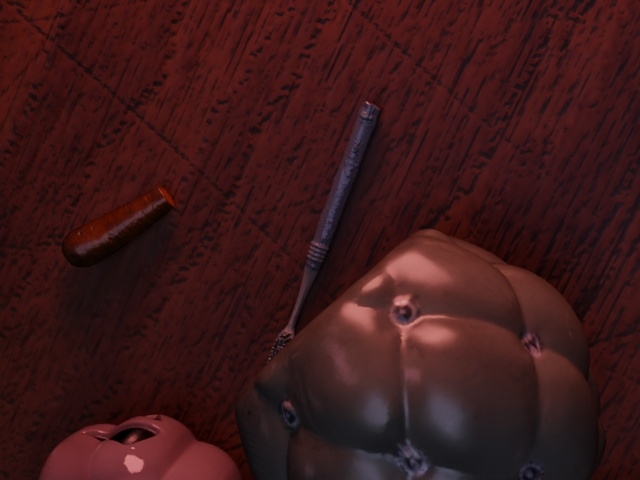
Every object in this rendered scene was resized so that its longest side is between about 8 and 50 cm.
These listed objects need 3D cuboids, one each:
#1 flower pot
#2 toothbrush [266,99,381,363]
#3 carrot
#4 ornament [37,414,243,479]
[{"bbox_3d":[0.070,0.119,0.948,0.246,0.246,0.195,-44,86,12],"label":"flower pot"},{"bbox_3d":[0.000,0.000,1.055,0.016,0.019,0.219,23,101,12],"label":"toothbrush"},{"bbox_3d":[-0.155,-0.010,1.077,0.093,0.032,0.032,-31,91,7],"label":"carrot"},{"bbox_3d":[-0.137,0.218,1.035,0.177,0.177,0.177,1,97,10],"label":"ornament"}]
